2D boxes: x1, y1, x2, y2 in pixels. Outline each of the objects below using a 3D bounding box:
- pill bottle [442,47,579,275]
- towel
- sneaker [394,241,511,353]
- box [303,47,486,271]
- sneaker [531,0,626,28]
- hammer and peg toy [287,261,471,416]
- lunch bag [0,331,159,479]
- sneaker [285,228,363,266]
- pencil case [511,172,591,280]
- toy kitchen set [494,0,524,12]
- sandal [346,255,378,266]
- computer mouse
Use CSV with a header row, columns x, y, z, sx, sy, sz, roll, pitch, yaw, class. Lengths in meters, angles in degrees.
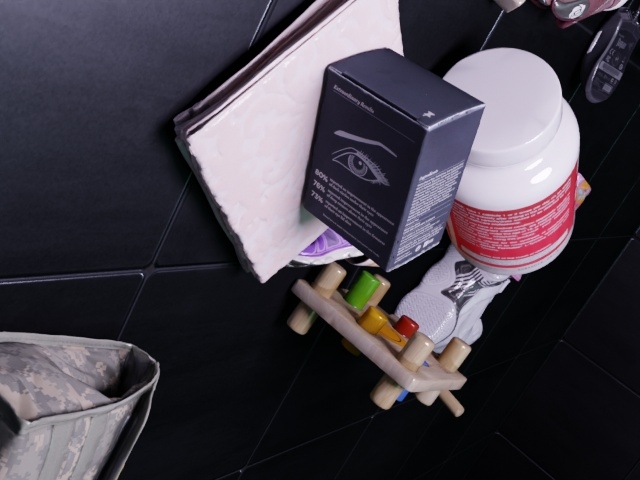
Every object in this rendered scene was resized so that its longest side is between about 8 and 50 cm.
x,y,z,sx,sy,sz,roll,pitch,yaw,class
0.294,-0.116,1.244,0.229,0.229,0.407,-47,153,-8,pill bottle
-0.011,-0.131,0.957,0.317,0.053,0.332,-42,151,-15,towel
0.314,0.100,1.647,0.366,0.137,0.210,-44,153,-3,sneaker
0.080,-0.096,0.915,0.108,0.153,0.207,-26,143,-38,box
0.387,-0.427,1.153,0.162,0.106,0.281,-33,141,-6,sneaker
0.129,0.164,1.294,0.127,0.266,0.361,-56,151,9,hammer and peg toy
-0.304,0.231,0.835,0.235,0.169,0.287,-60,159,8,lunch bag
0.000,0.000,1.140,0.170,0.068,0.071,-13,92,-37,sneaker
0.474,-0.045,1.733,0.284,0.124,0.124,-51,153,2,pencil case
0.263,-0.420,1.015,0.122,0.166,0.207,-49,-171,-3,toy kitchen set
0.122,-0.006,1.283,0.265,0.076,0.102,-8,130,-53,sandal
0.601,-0.396,1.539,0.184,0.060,0.262,5,111,-40,computer mouse
